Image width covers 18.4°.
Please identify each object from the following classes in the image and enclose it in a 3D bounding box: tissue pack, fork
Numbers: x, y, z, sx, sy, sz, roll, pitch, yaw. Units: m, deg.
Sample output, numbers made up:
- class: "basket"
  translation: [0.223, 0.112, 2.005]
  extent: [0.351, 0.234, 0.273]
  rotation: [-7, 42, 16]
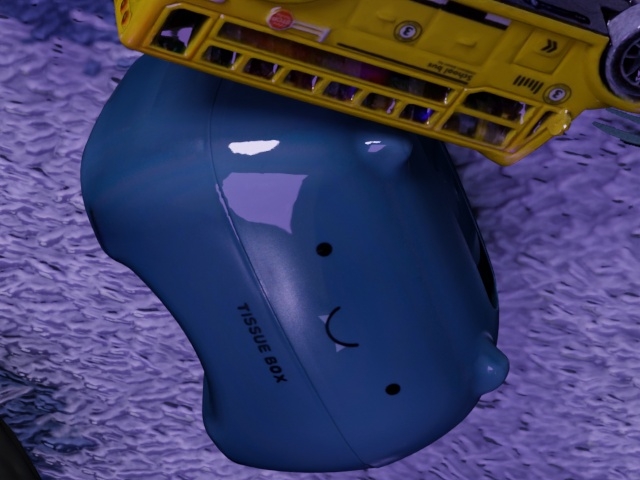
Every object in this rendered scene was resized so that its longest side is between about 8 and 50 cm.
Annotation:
- class: "tissue pack"
  translation: [0.000, 0.000, 1.244]
  extent: [0.206, 0.198, 0.287]
  rotation: [-11, 124, 20]
- class: "fork"
  translation: [0.278, -0.030, 1.272]
  extent: [0.235, 0.021, 0.039]
  rotation: [31, 133, -14]

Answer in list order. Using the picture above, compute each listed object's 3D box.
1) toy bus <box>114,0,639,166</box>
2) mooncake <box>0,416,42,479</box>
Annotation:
- class: "toy bus"
  translation: [0.056, -0.143, 1.096]
  extent: [0.331, 0.145, 0.151]
  rotation: [15, 130, -24]
- class: "mooncake"
  translation: [-0.367, 0.250, 1.444]
  extent: [0.356, 0.356, 0.194]
  rotation: [-6, 132, 19]
